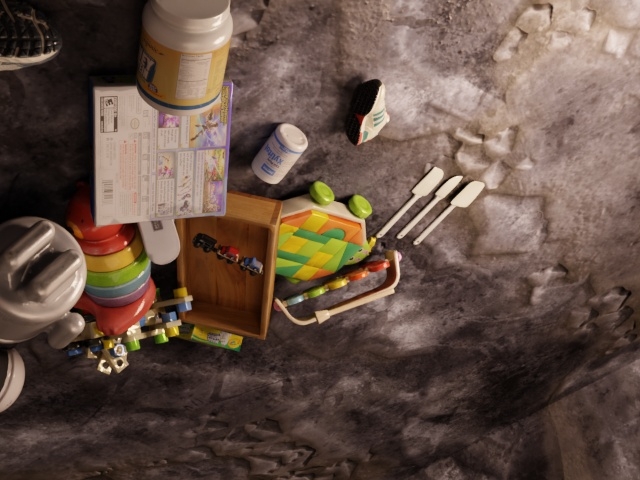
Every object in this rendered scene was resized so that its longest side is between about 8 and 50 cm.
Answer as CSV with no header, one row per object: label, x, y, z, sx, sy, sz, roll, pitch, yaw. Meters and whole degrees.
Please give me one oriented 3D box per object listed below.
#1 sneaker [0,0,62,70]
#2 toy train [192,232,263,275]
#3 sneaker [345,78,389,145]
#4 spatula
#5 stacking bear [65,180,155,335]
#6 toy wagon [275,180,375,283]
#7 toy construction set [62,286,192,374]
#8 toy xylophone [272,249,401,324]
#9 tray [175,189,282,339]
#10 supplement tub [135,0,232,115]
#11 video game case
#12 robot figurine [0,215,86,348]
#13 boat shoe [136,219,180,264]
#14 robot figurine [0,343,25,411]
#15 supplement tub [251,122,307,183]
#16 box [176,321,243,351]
sneaker,-0.544,-0.296,1.513,0.283,0.110,0.122,-6,160,-17
toy train,-0.183,0.027,1.975,0.158,0.027,0.036,27,129,-15
sneaker,0.104,-0.258,1.926,0.075,0.057,0.161,-20,147,-32
spatula,0.250,-0.070,2.272,0.168,0.019,0.242,10,134,-38
stacking bear,-0.421,0.014,1.924,0.164,0.175,0.289,-34,142,-29
toy wagon,0.000,0.000,2.192,0.344,0.068,0.267,16,131,-41
toy construction set,-0.443,0.192,2.147,0.215,0.151,0.328,-12,165,-43
toy xylophone,0.051,0.113,2.240,0.323,0.081,0.236,-22,-178,-15
tray,-0.198,0.051,2.086,0.203,0.076,0.411,12,142,3
supplement tub,-0.220,-0.317,1.590,0.144,0.144,0.199,-6,142,-21
video game case,-0.287,-0.164,1.757,0.244,0.061,0.269,-5,121,-21
robot figurine,-0.567,0.078,1.843,0.200,0.300,0.353,-43,-173,-35
boat shoe,-0.328,-0.082,1.881,0.095,0.084,0.258,-9,116,-16
robot figurine,-0.760,0.269,2.073,0.209,0.173,0.278,-7,156,36
supplement tub,-0.080,-0.170,1.922,0.071,0.071,0.107,10,133,-37
box,-0.283,0.221,2.317,0.105,0.043,0.179,4,165,44
